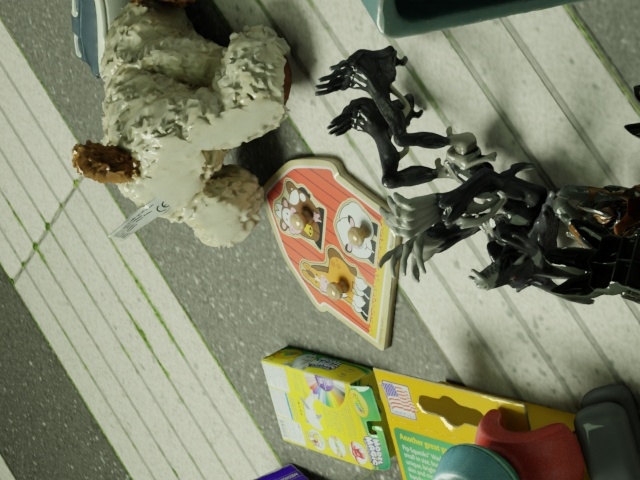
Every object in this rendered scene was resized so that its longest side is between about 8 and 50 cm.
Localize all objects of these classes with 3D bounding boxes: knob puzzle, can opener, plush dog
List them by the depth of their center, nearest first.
[{"bbox_3d":[0.301,0.256,1.348,0.095,0.076,0.283,-14,103,23],"label":"can opener"},{"bbox_3d":[0.000,0.000,1.589,0.213,0.030,0.213,33,138,37],"label":"knob puzzle"},{"bbox_3d":[-0.159,-0.142,1.589,0.262,0.211,0.225,105,155,-43],"label":"plush dog"}]

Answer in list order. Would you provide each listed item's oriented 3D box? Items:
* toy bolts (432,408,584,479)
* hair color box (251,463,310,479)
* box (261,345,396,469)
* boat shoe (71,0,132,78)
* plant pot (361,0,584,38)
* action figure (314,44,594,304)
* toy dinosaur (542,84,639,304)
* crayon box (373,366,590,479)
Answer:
[{"bbox_3d":[0.165,0.272,1.297,0.218,0.158,0.228,0,113,48],"label":"toy bolts"},{"bbox_3d":[0.014,0.397,1.715,0.339,0.110,0.185,26,134,60],"label":"hair color box"},{"bbox_3d":[0.015,0.178,1.685,0.179,0.043,0.105,12,122,52],"label":"box"},{"bbox_3d":[-0.225,-0.274,1.647,0.079,0.095,0.254,32,146,22],"label":"boat shoe"},{"bbox_3d":[0.105,-0.318,1.043,0.252,0.248,0.247,-124,29,-44],"label":"plant pot"},{"bbox_3d":[0.105,-0.030,1.323,0.275,0.141,0.164,47,162,22],"label":"action figure"},{"bbox_3d":[0.286,0.001,1.097,0.322,0.164,0.218,-5,153,42],"label":"toy dinosaur"},{"bbox_3d":[0.179,0.260,1.483,0.203,0.083,0.322,9,121,51],"label":"crayon box"}]
